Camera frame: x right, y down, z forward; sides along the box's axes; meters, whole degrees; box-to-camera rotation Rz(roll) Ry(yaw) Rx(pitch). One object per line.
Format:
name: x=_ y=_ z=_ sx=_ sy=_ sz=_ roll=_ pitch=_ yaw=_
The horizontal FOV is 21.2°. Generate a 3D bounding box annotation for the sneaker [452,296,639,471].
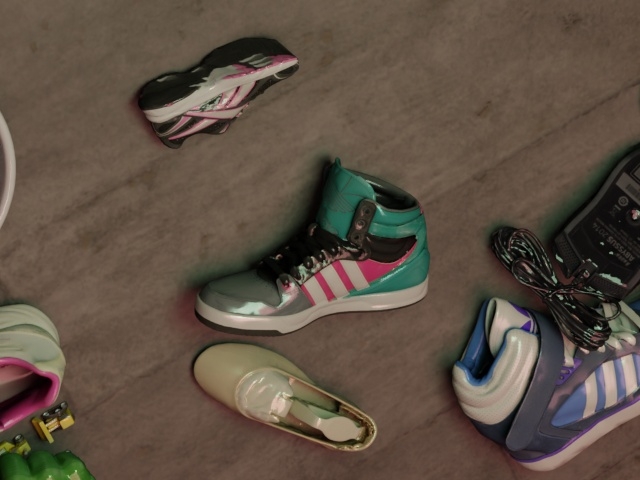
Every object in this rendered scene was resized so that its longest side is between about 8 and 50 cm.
sneaker: x=0.311 y=0.124 z=2.114 sx=0.323 sy=0.130 sz=0.236 roll=-40 pitch=126 yaw=2

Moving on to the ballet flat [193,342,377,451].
ballet flat: x=-0.034 y=0.191 z=2.016 sx=0.248 sy=0.086 sz=0.086 roll=25 pitch=99 yaw=-30

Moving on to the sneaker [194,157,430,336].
sneaker: x=0.000 y=0.000 z=1.922 sx=0.295 sy=0.124 sz=0.178 roll=-11 pitch=121 yaw=-29

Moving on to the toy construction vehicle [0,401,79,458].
toy construction vehicle: x=-0.312 y=0.243 z=1.938 sx=0.098 sy=0.035 sz=0.086 roll=-27 pitch=120 yaw=-12

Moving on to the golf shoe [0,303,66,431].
golf shoe: x=-0.412 y=0.170 z=1.803 sx=0.306 sy=0.140 sz=0.115 roll=-26 pitch=121 yaw=-11

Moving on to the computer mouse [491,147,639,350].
computer mouse: x=0.355 y=-0.008 z=2.096 sx=0.272 sy=0.072 sz=0.188 roll=-41 pitch=81 yaw=-11

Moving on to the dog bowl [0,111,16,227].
dog bowl: x=-0.445 y=-0.077 z=1.702 sx=0.265 sy=0.104 sz=0.265 roll=-9 pitch=114 yaw=-21

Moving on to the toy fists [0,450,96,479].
toy fists: x=-0.378 y=0.314 z=1.889 sx=0.279 sy=0.096 sz=0.142 roll=-19 pitch=130 yaw=0

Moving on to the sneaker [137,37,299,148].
sneaker: x=-0.107 y=-0.157 z=1.852 sx=0.178 sy=0.072 sz=0.077 roll=-21 pitch=131 yaw=-6
